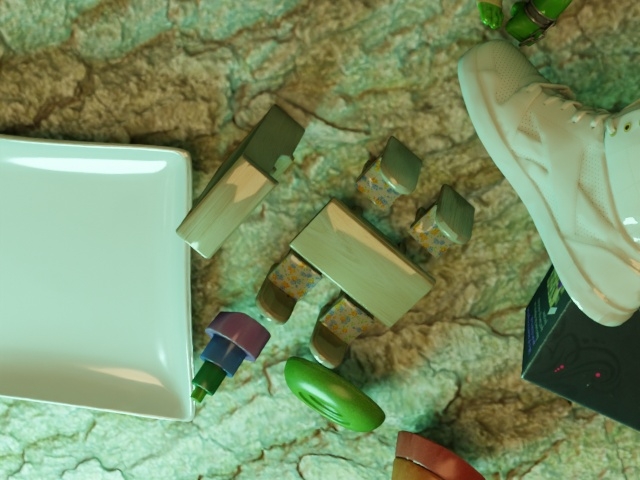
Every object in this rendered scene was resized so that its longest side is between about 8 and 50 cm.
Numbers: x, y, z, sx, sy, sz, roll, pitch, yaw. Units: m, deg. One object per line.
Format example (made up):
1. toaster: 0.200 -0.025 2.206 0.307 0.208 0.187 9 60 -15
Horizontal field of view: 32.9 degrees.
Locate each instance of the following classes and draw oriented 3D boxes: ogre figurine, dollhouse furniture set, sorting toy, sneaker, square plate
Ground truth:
1. ogre figurine: 0.171 -0.272 0.958 0.118 0.097 0.197 -27 100 33
2. dollhouse furniture set: 0.000 0.000 1.086 0.242 0.161 0.212 40 116 -9
3. sorting toy: 0.008 0.224 1.189 0.365 0.127 0.126 35 73 -7
4. sneaker: 0.239 -0.094 0.924 0.169 0.108 0.292 -48 57 41
5. square plate: -0.306 0.034 1.228 0.347 0.049 0.344 6 117 8

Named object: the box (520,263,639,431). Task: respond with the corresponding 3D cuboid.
1. box: 0.327 0.032 1.047 0.165 0.143 0.270 24 118 0
